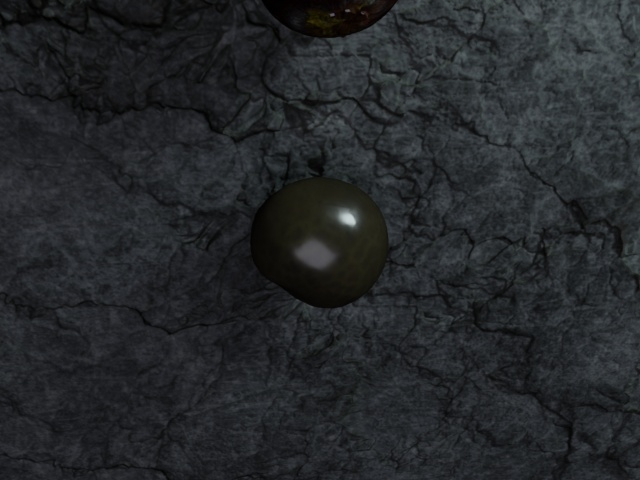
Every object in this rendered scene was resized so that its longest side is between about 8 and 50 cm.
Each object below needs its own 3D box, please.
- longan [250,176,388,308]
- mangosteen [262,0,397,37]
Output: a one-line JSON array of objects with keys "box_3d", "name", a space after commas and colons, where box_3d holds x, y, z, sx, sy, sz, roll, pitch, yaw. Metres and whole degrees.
[{"box_3d": [0.000, 0.000, 1.114, 0.212, 0.198, 0.198, 27, 119, -16], "name": "longan"}, {"box_3d": [0.010, -0.356, 0.891, 0.192, 0.192, 0.217, -7, 86, 1], "name": "mangosteen"}]
